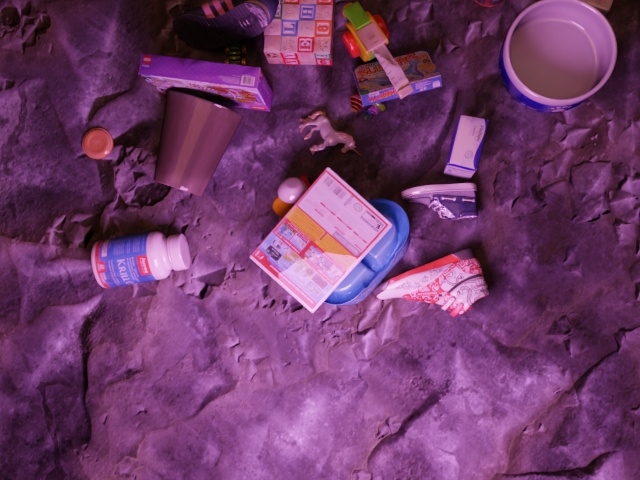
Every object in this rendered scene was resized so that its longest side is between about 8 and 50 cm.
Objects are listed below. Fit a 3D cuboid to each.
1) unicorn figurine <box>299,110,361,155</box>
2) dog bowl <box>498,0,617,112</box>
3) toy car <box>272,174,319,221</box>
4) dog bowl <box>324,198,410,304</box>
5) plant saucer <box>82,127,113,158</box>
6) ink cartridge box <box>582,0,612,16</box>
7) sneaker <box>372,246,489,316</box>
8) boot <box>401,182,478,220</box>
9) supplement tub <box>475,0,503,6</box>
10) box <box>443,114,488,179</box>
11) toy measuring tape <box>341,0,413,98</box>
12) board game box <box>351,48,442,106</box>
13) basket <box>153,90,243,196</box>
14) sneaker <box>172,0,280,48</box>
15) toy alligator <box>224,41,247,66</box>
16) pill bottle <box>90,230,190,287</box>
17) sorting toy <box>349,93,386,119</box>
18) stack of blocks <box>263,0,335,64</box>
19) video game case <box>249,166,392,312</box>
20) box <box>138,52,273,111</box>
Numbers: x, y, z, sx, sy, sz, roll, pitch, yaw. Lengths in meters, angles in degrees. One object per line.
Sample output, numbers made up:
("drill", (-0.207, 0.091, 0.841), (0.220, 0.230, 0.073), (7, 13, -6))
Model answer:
("unicorn figurine", (0.017, -0.265, 1.685), (0.111, 0.060, 0.162), (-28, 84, 2))
("dog bowl", (0.581, -0.455, 1.637), (0.264, 0.104, 0.265), (0, 85, 4))
("toy car", (-0.022, -0.101, 1.647), (0.182, 0.159, 0.136), (9, 49, 6))
("dog bowl", (0.101, 0.037, 1.620), (0.297, 0.074, 0.166), (-48, 59, 0))
("plant saucer", (-0.592, -0.258, 1.756), (0.083, 0.013, 0.084), (0, 86, 5))
("ink cartridge box", (0.672, -0.704, 1.678), (0.189, 0.066, 0.232), (21, 91, 6))
("sneaker", (0.275, 0.129, 1.615), (0.270, 0.090, 0.145), (-22, 81, 0))
("boot", (0.298, -0.092, 1.642), (0.190, 0.069, 0.086), (-5, 82, 2))
("supplement tub", (0.431, -0.660, 1.620), (0.106, 0.198, 0.106), (0, 85, 4))
("box", (0.353, -0.226, 1.617), (0.072, 0.137, 0.126), (14, 86, 6))
("toy measuring tape", (0.142, -0.464, 1.651), (0.121, 0.121, 0.330), (-29, 68, 1))
("board game box", (0.189, -0.410, 1.661), (0.201, 0.035, 0.136), (-14, 45, 3))
("basket", (-0.327, -0.238, 1.669), (0.204, 0.154, 0.227), (19, 90, 7))
("sneaker", (-0.234, -0.574, 1.686), (0.319, 0.112, 0.131), (4, 52, 33))
("toy alligator", (-0.222, -0.511, 1.731), (0.056, 0.051, 0.190), (0, 85, 4))
("pill bottle", (-0.447, 0.044, 1.662), (0.221, 0.124, 0.124), (-10, 84, 4))
("sorting toy", (0.116, -0.336, 1.685), (0.102, 0.061, 0.042), (25, 88, 29))
("stack of blocks", (-0.049, -0.612, 1.708), (0.171, 0.087, 0.297), (3, 85, 5))
("video game case", (0.000, 0.000, 1.551), (0.204, 0.025, 0.285), (42, 99, 0))
("box", (-0.278, -0.392, 1.650), (0.293, 0.201, 0.057), (8, 86, 5))
